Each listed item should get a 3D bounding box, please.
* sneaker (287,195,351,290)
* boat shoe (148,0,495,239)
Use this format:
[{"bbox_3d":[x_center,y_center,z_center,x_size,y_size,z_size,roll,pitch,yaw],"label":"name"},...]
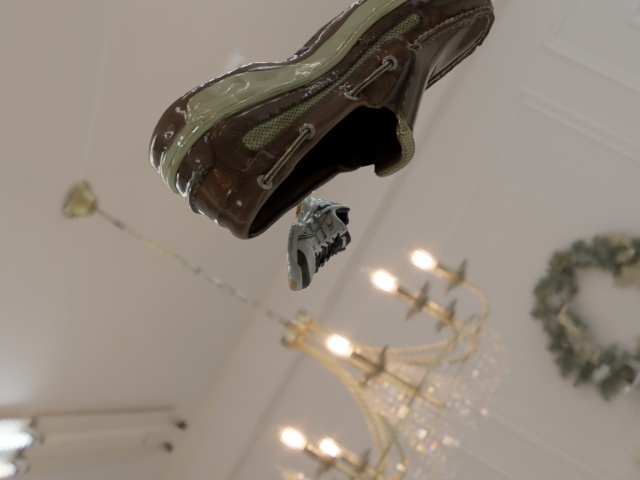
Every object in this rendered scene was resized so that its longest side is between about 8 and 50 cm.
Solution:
[{"bbox_3d":[0.000,0.000,0.741,0.083,0.037,0.032,-77,-7,-50],"label":"sneaker"},{"bbox_3d":[0.024,-0.077,0.735,0.257,0.095,0.095,-33,-23,-26],"label":"boat shoe"}]
